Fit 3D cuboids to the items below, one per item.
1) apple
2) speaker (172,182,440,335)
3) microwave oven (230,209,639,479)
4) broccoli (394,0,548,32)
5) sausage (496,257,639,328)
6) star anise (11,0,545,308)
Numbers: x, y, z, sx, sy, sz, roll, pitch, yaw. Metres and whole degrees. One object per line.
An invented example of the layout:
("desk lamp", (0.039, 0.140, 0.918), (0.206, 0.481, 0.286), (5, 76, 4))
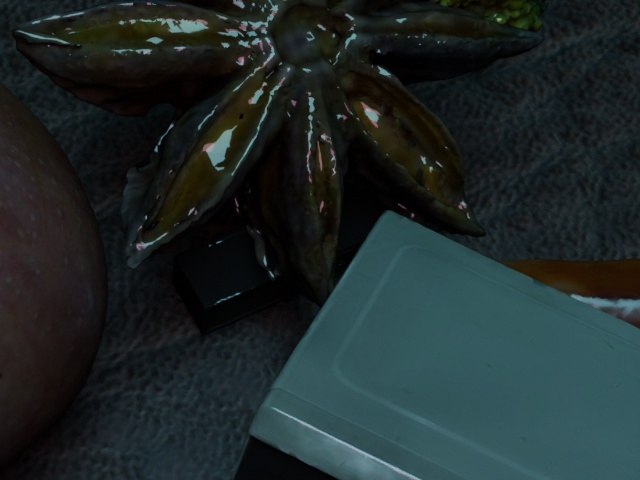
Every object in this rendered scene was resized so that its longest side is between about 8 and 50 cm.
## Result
("apple", (-0.270, 0.009, 0.918), (0.305, 0.235, 0.306), (3, 57, -5))
("speaker", (0.000, 0.000, 1.067), (0.191, 0.040, 0.046), (-23, 67, -19))
("microwave oven", (0.109, 0.158, 0.877), (0.295, 0.181, 0.237), (25, 33, 6))
("broccoli", (0.057, -0.199, 1.151), (0.219, 0.194, 0.194), (36, 59, -12))
("sausage", (0.186, 0.055, 1.029), (0.300, 0.089, 0.083), (0, 31, -6))
("star anise", (-0.023, -0.114, 1.006), (0.331, 0.117, 0.332), (2, 85, -21))
